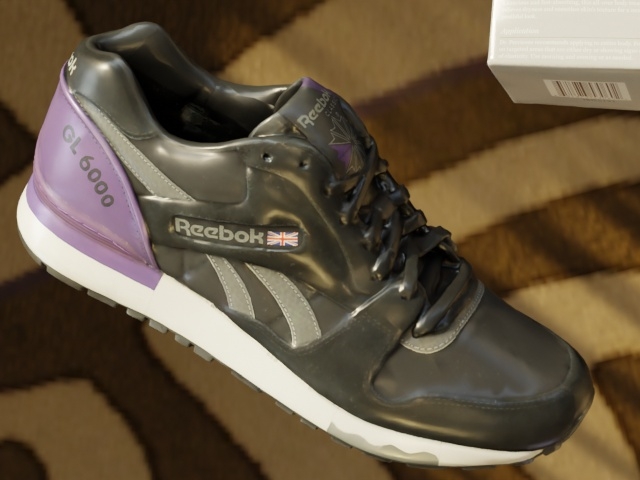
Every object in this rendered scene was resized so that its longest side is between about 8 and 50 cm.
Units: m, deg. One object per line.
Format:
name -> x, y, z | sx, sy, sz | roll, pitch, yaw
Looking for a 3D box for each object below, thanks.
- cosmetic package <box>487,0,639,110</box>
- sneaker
cosmetic package -> 0.187, -0.214, 1.280 | 0.127, 0.238, 0.107 | 5, 168, 18
sneaker -> 0.000, 0.000, 0.868 | 0.283, 0.107, 0.124 | 25, 126, 5
